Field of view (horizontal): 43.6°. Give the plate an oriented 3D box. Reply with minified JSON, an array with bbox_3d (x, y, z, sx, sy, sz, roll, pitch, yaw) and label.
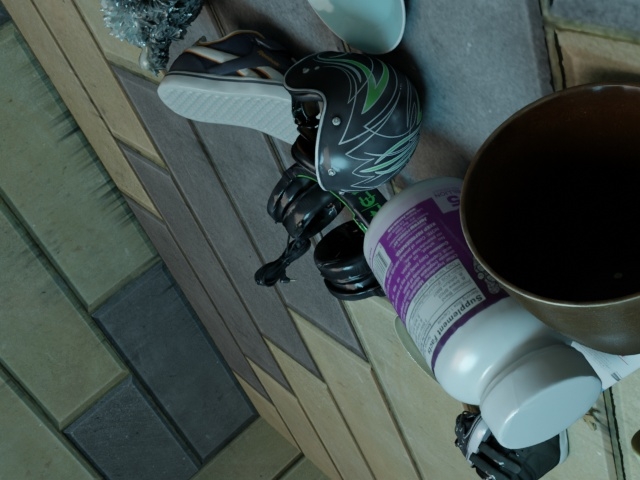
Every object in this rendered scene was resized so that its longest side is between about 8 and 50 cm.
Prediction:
[{"bbox_3d":[0.033,-0.297,0.901,0.188,0.024,0.188,43,159,21],"label":"plate"}]

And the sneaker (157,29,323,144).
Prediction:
[{"bbox_3d":[-0.068,-0.222,1.139,0.321,0.127,0.126,17,156,15],"label":"sneaker"}]

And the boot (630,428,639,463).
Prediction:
[{"bbox_3d":[0.488,0.335,0.981,0.213,0.077,0.165,33,154,53],"label":"boot"}]

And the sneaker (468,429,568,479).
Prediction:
[{"bbox_3d":[0.294,0.293,1.225,0.104,0.147,0.296,32,152,46],"label":"sneaker"}]

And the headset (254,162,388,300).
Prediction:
[{"bbox_3d":[0.000,0.000,1.272,0.243,0.185,0.394,52,164,-5],"label":"headset"}]

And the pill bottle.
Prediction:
[{"bbox_3d":[0.182,0.078,0.920,0.169,0.169,0.301,75,168,-50],"label":"pill bottle"}]

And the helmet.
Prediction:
[{"bbox_3d":[0.040,-0.138,0.951,0.161,0.169,0.169,41,159,36],"label":"helmet"}]

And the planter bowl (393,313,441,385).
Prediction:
[{"bbox_3d":[0.203,0.138,1.194,0.162,0.109,0.162,42,159,21],"label":"planter bowl"}]

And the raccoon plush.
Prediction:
[{"bbox_3d":[-0.179,-0.340,1.048,0.446,0.216,0.299,33,162,40],"label":"raccoon plush"}]

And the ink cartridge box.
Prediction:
[{"bbox_3d":[0.329,0.104,0.927,0.104,0.060,0.180,46,160,15],"label":"ink cartridge box"}]

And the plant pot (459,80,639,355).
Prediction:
[{"bbox_3d":[0.265,0.011,0.733,0.215,0.215,0.230,34,170,39],"label":"plant pot"}]

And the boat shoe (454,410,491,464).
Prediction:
[{"bbox_3d":[0.282,0.352,1.476,0.076,0.080,0.228,40,166,23],"label":"boat shoe"}]

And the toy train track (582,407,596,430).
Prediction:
[{"bbox_3d":[0.374,0.233,1.142,0.083,0.014,0.048,58,167,-6],"label":"toy train track"}]
